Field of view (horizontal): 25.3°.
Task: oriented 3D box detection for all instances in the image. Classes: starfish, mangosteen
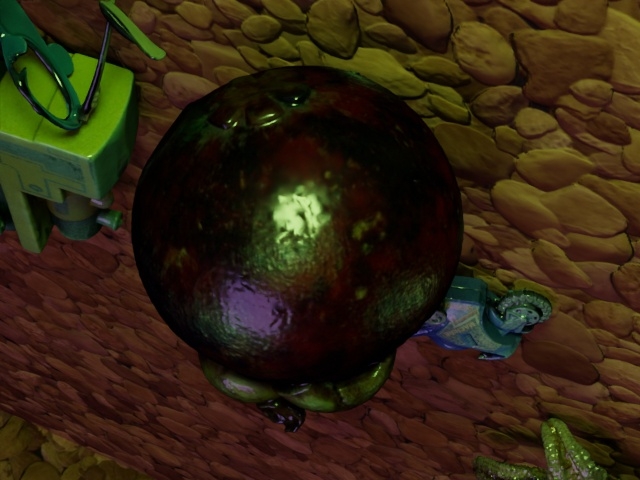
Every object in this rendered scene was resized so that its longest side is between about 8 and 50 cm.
[{"bbox_3d":[0.346,0.337,1.789,0.312,0.113,0.303,36,155,5],"label":"starfish"},{"bbox_3d":[-0.021,-0.001,1.237,0.311,0.311,0.311,23,156,11],"label":"mangosteen"}]

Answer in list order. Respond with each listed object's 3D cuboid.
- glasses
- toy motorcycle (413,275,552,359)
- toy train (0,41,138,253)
[{"bbox_3d":[-0.248,-0.205,1.296,0.207,0.102,0.239,-1,136,45],"label":"glasses"},{"bbox_3d":[0.139,0.078,1.500,0.205,0.076,0.114,6,143,9],"label":"toy motorcycle"},{"bbox_3d":[-0.318,-0.090,1.588,0.237,0.150,0.369,19,158,4],"label":"toy train"}]
